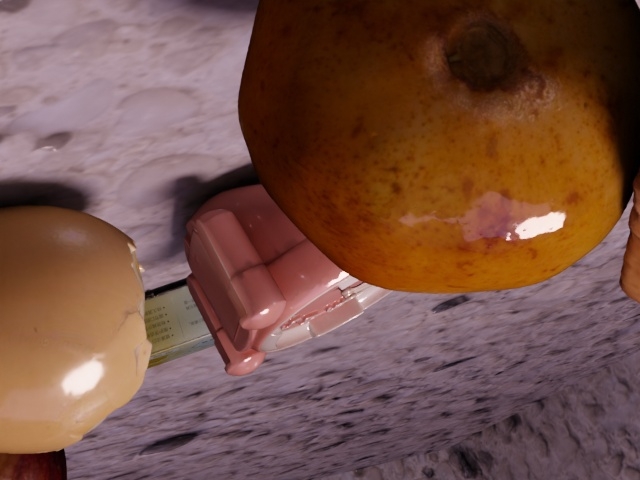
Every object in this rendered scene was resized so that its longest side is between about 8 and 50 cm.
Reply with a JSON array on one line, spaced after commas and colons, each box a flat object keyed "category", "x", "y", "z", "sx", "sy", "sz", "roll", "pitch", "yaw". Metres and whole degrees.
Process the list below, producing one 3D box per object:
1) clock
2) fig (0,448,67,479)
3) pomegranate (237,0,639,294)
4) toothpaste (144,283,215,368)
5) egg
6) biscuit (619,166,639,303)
[{"category": "clock", "x": 0.000, "y": 0.000, "z": 1.323, "sx": 0.241, "sy": 0.142, "sz": 0.227, "roll": -24, "pitch": 166, "yaw": -14}, {"category": "fig", "x": -0.377, "y": 0.248, "z": 1.689, "sx": 0.249, "sy": 0.204, "sz": 0.186, "roll": -54, "pitch": -166, "yaw": 5}, {"category": "pomegranate", "x": 0.079, "y": -0.090, "z": 0.872, "sx": 0.264, "sy": 0.264, "sz": 0.264, "roll": -16, "pitch": 164, "yaw": -5}, {"category": "toothpaste", "x": -0.088, "y": 0.065, "z": 1.544, "sx": 0.313, "sy": 0.071, "sz": 0.089, "roll": -19, "pitch": 168, "yaw": 3}, {"category": "egg", "x": -0.254, "y": 0.071, "z": 1.147, "sx": 0.244, "sy": 0.201, "sz": 0.201, "roll": -1, "pitch": 158, "yaw": -24}, {"category": "biscuit", "x": 0.268, "y": -0.123, "z": 0.879, "sx": 0.078, "sy": 0.349, "sz": 0.455, "roll": 24, "pitch": 175, "yaw": 17}]
